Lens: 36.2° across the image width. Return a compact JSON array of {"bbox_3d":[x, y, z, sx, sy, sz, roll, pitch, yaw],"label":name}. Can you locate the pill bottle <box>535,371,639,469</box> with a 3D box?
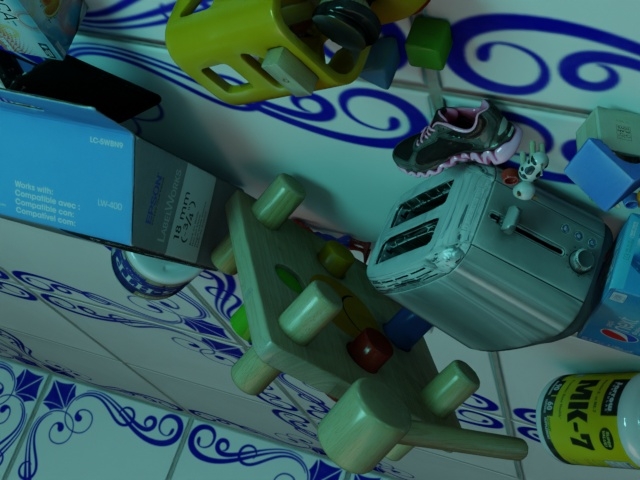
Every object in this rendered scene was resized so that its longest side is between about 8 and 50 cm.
[{"bbox_3d":[0.378,0.223,1.216,0.119,0.119,0.208,29,158,-23],"label":"pill bottle"}]

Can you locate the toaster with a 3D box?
[{"bbox_3d":[0.143,0.017,0.900,0.146,0.129,0.227,30,161,-14],"label":"toaster"}]

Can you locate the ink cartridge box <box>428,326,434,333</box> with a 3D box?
[{"bbox_3d":[0.104,0.079,1.234,0.062,0.029,0.115,11,159,25],"label":"ink cartridge box"}]

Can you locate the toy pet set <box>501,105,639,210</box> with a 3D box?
[{"bbox_3d":[0.212,-0.040,0.736,0.122,0.065,0.114,9,150,-10],"label":"toy pet set"}]

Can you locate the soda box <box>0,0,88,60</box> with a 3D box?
[{"bbox_3d":[-0.250,-0.217,0.758,0.062,0.058,0.183,13,160,17],"label":"soda box"}]

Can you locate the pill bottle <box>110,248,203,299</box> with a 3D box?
[{"bbox_3d":[-0.208,0.017,1.253,0.112,0.112,0.186,25,160,-12],"label":"pill bottle"}]

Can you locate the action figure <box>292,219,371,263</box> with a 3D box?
[{"bbox_3d":[0.000,0.000,1.134,0.115,0.030,0.038,19,165,9],"label":"action figure"}]

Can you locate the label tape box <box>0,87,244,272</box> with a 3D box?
[{"bbox_3d":[-0.252,-0.059,0.978,0.240,0.106,0.333,13,176,19],"label":"label tape box"}]

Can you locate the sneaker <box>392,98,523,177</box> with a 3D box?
[{"bbox_3d":[0.102,-0.087,0.792,0.119,0.047,0.057,-10,139,41],"label":"sneaker"}]

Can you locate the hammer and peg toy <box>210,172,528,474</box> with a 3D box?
[{"bbox_3d":[0.034,0.112,0.952,0.266,0.361,0.127,30,114,-31],"label":"hammer and peg toy"}]

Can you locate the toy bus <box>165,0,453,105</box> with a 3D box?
[{"bbox_3d":[-0.009,-0.147,0.643,0.190,0.104,0.202,18,160,5],"label":"toy bus"}]

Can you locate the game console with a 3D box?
[{"bbox_3d":[-0.228,-0.153,0.911,0.122,0.071,0.107,20,-155,-49],"label":"game console"}]

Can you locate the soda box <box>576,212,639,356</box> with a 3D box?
[{"bbox_3d":[0.284,0.046,0.884,0.067,0.071,0.210,17,166,11],"label":"soda box"}]
